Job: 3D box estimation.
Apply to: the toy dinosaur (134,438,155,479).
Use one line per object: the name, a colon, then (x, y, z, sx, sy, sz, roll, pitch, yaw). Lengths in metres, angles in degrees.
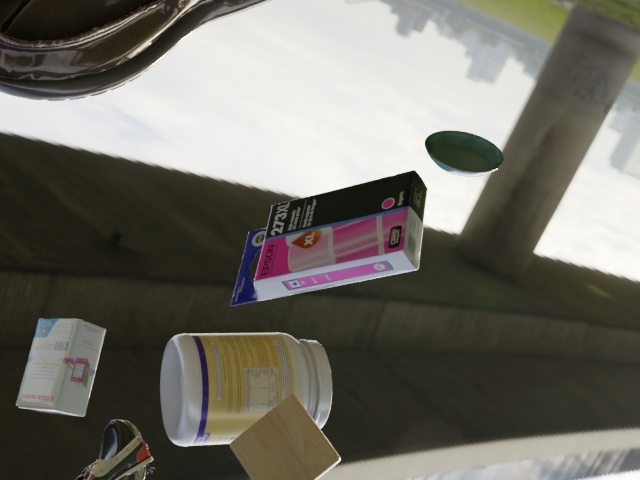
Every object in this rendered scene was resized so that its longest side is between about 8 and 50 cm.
toy dinosaur: (-0.303, 0.357, 1.493, 0.082, 0.090, 0.047, 6, 172, 42)

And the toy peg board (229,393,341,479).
toy peg board: (-0.060, 0.413, 1.796, 0.161, 0.161, 0.079, 51, 180, 27)

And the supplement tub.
supplement tub: (-0.166, 0.322, 2.033, 0.332, 0.241, 0.241, 2, -156, -22)

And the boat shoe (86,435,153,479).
boat shoe: (-0.309, 0.333, 1.342, 0.137, 0.049, 0.043, -27, -93, -29)

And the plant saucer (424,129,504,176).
plant saucer: (0.210, -0.125, 1.373, 0.119, 0.021, 0.119, 7, -145, -5)

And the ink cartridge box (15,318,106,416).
ink cartridge box: (-0.346, 0.169, 1.237, 0.089, 0.122, 0.052, -3, 157, 37)

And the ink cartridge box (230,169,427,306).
ink cartridge box: (0.000, 0.000, 1.593, 0.069, 0.371, 0.175, 49, -141, -39)

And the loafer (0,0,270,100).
loafer: (-0.160, -0.249, 0.821, 0.134, 0.130, 0.366, 35, -125, 27)

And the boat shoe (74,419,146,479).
boat shoe: (-0.456, 0.527, 1.987, 0.130, 0.132, 0.355, 21, -147, -28)
